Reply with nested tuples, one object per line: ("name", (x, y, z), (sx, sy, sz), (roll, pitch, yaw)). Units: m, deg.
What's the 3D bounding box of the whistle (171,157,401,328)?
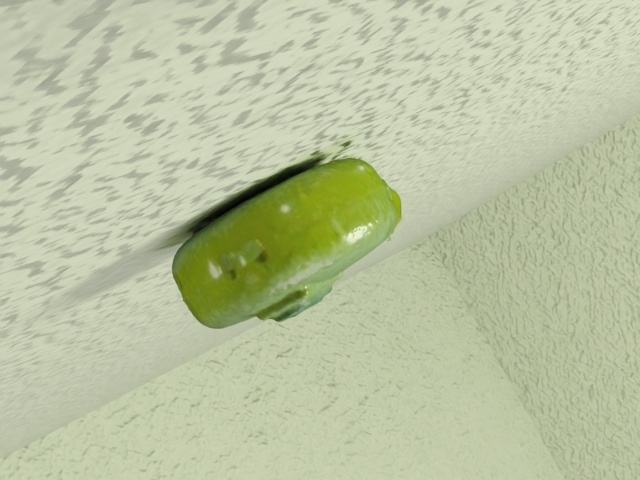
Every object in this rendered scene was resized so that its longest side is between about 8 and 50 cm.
("whistle", (0.000, 0.000, 0.694), (0.104, 0.057, 0.198), (-30, 176, 18))
